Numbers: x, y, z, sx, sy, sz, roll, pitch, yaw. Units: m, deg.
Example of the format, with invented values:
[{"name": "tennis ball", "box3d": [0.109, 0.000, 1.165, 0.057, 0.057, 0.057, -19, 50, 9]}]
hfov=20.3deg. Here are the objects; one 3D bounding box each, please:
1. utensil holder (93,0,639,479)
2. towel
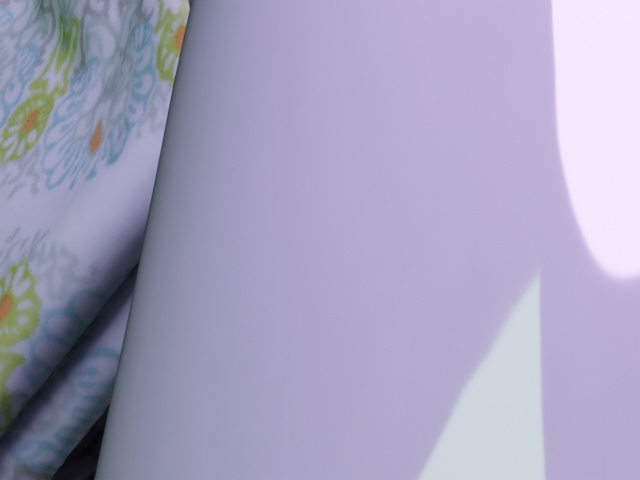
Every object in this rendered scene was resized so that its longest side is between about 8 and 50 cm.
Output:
[{"name": "utensil holder", "box3d": [0.085, 0.051, 0.621, 0.327, 0.327, 0.385, -7, 53, 24]}, {"name": "towel", "box3d": [-0.178, -0.025, 0.979, 0.374, 0.090, 0.320, -52, 38, 10]}]
